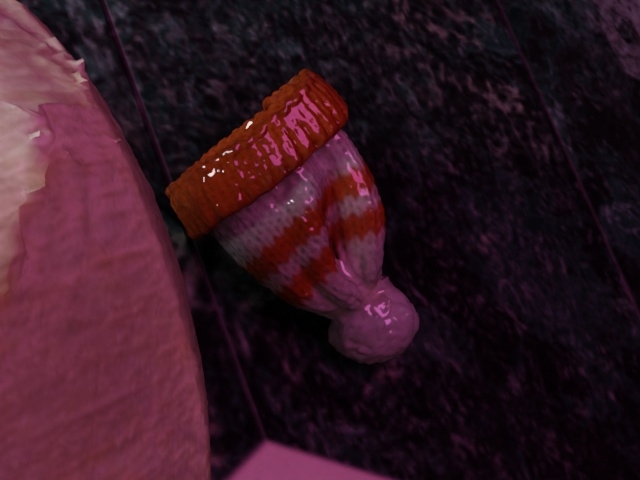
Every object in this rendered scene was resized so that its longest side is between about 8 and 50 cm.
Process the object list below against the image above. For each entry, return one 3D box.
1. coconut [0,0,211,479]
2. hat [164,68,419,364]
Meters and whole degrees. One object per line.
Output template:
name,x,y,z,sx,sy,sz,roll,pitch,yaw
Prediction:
coconut,-0.198,0.051,0.554,0.360,0.346,0.346,-23,78,-36
hat,0.000,0.000,0.914,0.112,0.093,0.162,-39,97,-7
